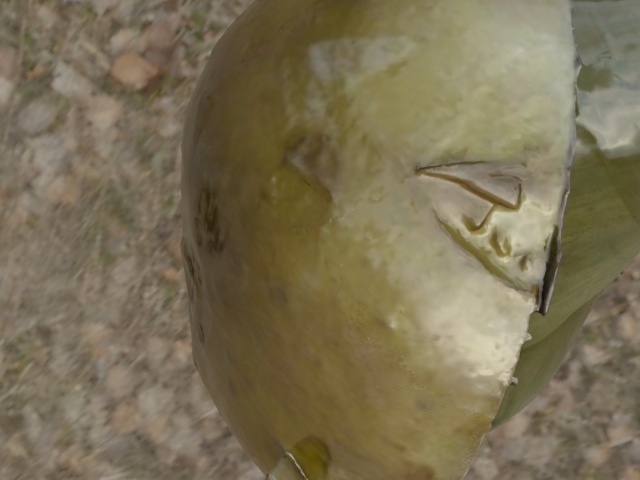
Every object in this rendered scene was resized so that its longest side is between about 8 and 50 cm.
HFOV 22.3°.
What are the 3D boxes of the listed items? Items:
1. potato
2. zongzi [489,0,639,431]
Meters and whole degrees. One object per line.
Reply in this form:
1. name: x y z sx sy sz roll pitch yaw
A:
1. potato: 0.000 0.000 0.664 0.116 0.299 0.239 3 46 -18
2. zongzi: 0.178 0.005 1.023 0.418 0.447 0.181 0 44 19
